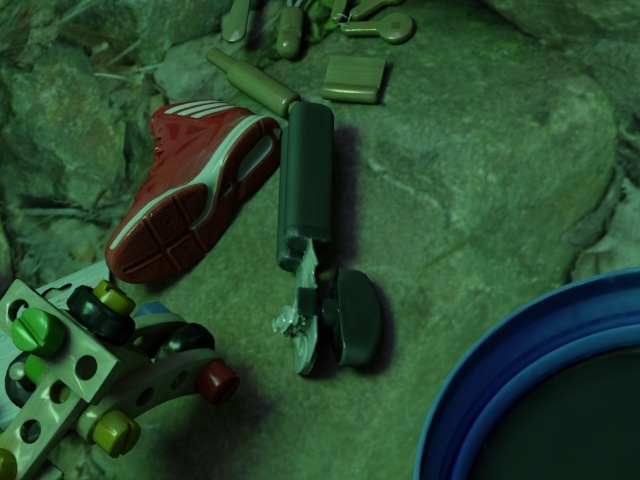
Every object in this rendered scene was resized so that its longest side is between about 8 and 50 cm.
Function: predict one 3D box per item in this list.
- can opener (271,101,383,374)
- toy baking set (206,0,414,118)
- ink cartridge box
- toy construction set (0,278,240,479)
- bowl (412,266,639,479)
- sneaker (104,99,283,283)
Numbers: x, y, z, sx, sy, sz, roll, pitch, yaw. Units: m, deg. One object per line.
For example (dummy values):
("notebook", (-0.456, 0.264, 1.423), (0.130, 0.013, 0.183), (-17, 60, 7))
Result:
("can opener", (0.000, 0.000, 1.384), (0.093, 0.074, 0.280), (5, 57, -14))
("toy baking set", (-0.018, -0.218, 1.546), (0.256, 0.030, 0.197), (30, 69, 28))
("ink cartridge box", (-0.257, 0.111, 1.445), (0.145, 0.045, 0.179), (-23, 35, 9))
("toy construction set", (-0.195, 0.174, 1.204), (0.257, 0.237, 0.309), (-28, 66, 5))
("bowl", (0.264, 0.190, 1.088), (0.391, 0.077, 0.391), (-7, 49, 8))
("sneaker", (-0.148, -0.055, 1.477), (0.221, 0.087, 0.128), (-41, 43, -20))
